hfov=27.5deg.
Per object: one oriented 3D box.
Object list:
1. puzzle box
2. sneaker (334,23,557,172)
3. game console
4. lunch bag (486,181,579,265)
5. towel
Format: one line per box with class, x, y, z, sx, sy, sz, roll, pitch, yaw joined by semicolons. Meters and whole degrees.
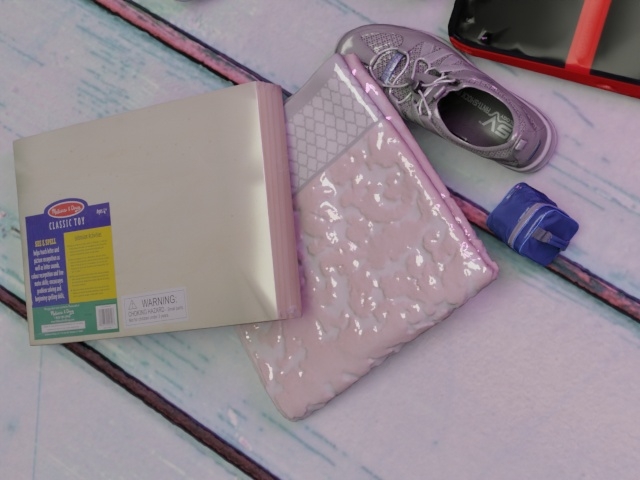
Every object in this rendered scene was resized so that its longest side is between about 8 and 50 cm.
puzzle box;-0.208;-0.022;1.572;0.409;0.052;0.272;-8;86;35
sneaker;0.134;-0.173;1.470;0.281;0.115;0.105;28;98;19
game console;0.349;-0.357;1.432;0.342;0.060;0.386;18;93;22
lunch bag;0.238;-0.013;1.439;0.067;0.098;0.065;-52;55;13
towel;0.000;0.000;1.507;0.332;0.053;0.317;-39;75;31
